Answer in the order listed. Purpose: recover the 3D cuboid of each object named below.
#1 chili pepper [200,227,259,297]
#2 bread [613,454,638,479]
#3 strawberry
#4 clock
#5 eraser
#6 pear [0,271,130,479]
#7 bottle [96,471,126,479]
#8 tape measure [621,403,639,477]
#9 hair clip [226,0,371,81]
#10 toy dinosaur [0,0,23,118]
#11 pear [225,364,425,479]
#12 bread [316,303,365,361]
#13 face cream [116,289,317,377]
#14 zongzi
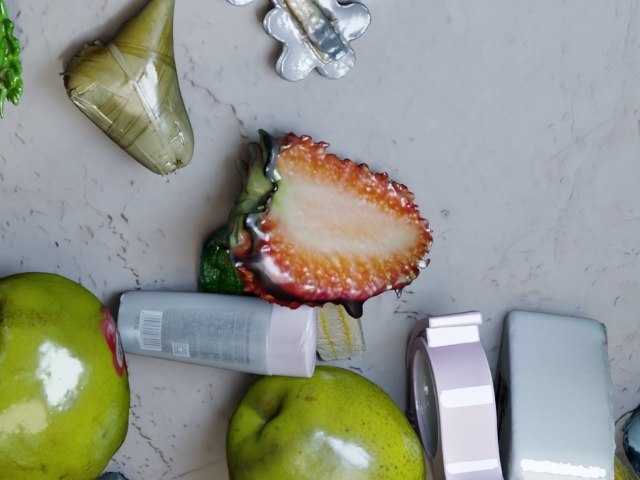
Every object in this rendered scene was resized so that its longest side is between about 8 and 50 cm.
[{"bbox_3d":[-0.108,0.085,1.926,0.098,0.061,0.224,-12,120,6],"label":"chili pepper"},{"bbox_3d":[0.426,0.413,2.152,0.174,0.251,0.133,-49,158,10],"label":"bread"},{"bbox_3d":[0.000,0.000,1.856,0.306,0.138,0.233,23,65,-33],"label":"strawberry"},{"bbox_3d":[0.180,0.257,1.951,0.080,0.290,0.275,-6,74,-6],"label":"clock"},{"bbox_3d":[0.323,0.252,1.983,0.150,0.331,0.331,9,113,3],"label":"eraser"},{"bbox_3d":[-0.376,0.209,1.817,0.287,0.287,0.375,-20,143,-3],"label":"pear"},{"bbox_3d":[-0.238,0.458,2.055,0.082,0.082,0.286,-38,116,6],"label":"bottle"},{"bbox_3d":[0.580,0.333,2.073,0.256,0.275,0.147,35,105,-18],"label":"tape measure"},{"bbox_3d":[-0.036,-0.307,1.760,0.146,0.075,0.257,-37,110,3],"label":"hair clip"},{"bbox_3d":[-0.459,-0.225,1.663,0.177,0.194,0.152,-16,127,-29],"label":"toy dinosaur"},{"bbox_3d":[0.008,0.315,1.942,0.294,0.294,0.294,-5,115,-10],"label":"pear"},{"bbox_3d":[0.021,0.122,1.945,0.077,0.105,0.152,-15,116,3],"label":"bread"},{"bbox_3d":[-0.138,0.124,1.873,0.269,0.073,0.107,5,110,11],"label":"face cream"},{"bbox_3d":[-0.202,-0.202,1.760,0.197,0.099,0.194,-43,115,1],"label":"zongzi"}]
